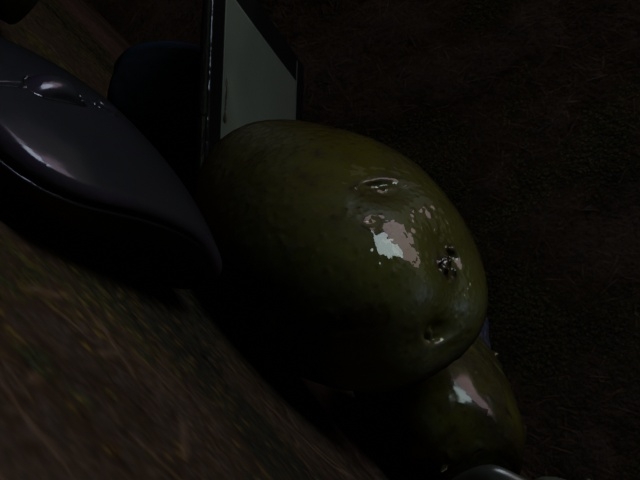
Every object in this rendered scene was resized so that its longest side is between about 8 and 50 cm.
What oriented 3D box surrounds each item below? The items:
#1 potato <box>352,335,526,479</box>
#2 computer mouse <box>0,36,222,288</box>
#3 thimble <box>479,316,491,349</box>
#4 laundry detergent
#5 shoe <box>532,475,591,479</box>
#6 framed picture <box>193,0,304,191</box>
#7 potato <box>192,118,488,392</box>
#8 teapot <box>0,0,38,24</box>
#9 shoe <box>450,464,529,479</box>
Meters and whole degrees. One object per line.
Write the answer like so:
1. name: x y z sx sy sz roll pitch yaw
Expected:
1. potato: 0.087 0.124 0.844 0.149 0.113 0.251 52 9 -7
2. computer mouse: -0.112 -0.037 0.549 0.120 0.057 0.232 46 1 20
3. thimble: 0.090 0.088 1.108 0.098 0.150 0.150 41 5 -46
4. laundry detergent: -0.121 -0.120 1.223 0.143 0.094 0.290 4 -13 13
5. shoe: 0.172 0.223 0.800 0.103 0.098 0.275 51 2 22
6. framed picture: -0.063 -0.105 1.106 0.347 0.016 0.265 38 52 -75
7. potato: 0.000 0.000 0.747 0.174 0.159 0.251 31 3 -44
8. teapot: -0.275 -0.256 0.923 0.108 0.111 0.149 29 16 -32
9. shoe: 0.107 0.171 0.321 0.149 0.109 0.293 41 1 -26
